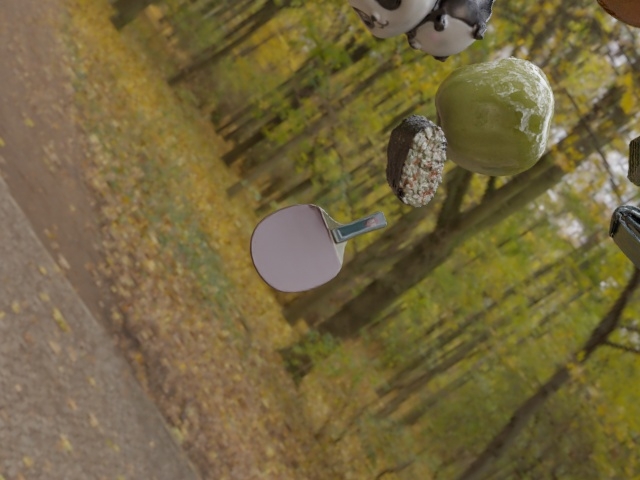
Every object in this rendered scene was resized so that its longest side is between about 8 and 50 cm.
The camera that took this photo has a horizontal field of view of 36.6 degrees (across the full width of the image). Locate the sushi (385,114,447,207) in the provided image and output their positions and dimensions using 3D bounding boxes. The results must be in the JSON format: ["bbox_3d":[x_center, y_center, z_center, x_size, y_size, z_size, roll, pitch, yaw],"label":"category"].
[{"bbox_3d":[0.161,-0.133,1.649,0.078,0.090,0.150,43,-47,47],"label":"sushi"}]

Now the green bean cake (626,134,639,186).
[{"bbox_3d":[0.695,-0.146,1.893,0.173,0.181,0.094,11,87,-80],"label":"green bean cake"}]

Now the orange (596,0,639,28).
[{"bbox_3d":[0.565,-0.460,1.657,0.206,0.206,0.206,57,1,-1],"label":"orange"}]

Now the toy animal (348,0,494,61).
[{"bbox_3d":[0.153,-0.404,1.577,0.235,0.165,0.187,14,-17,-23],"label":"toy animal"}]

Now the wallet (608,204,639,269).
[{"bbox_3d":[0.615,0.034,1.712,0.237,0.075,0.342,43,6,16],"label":"wallet"}]

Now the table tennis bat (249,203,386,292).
[{"bbox_3d":[0.000,0.000,1.741,0.021,0.274,0.154,-24,-95,65],"label":"table tennis bat"}]

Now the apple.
[{"bbox_3d":[0.384,-0.269,2.136,0.279,0.279,0.279,57,1,-1],"label":"apple"}]
